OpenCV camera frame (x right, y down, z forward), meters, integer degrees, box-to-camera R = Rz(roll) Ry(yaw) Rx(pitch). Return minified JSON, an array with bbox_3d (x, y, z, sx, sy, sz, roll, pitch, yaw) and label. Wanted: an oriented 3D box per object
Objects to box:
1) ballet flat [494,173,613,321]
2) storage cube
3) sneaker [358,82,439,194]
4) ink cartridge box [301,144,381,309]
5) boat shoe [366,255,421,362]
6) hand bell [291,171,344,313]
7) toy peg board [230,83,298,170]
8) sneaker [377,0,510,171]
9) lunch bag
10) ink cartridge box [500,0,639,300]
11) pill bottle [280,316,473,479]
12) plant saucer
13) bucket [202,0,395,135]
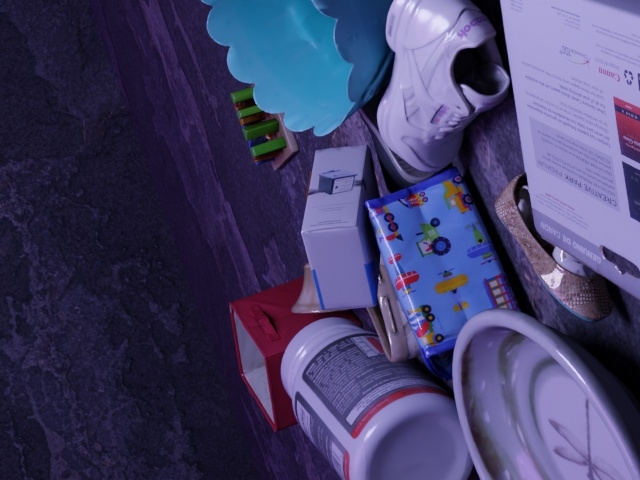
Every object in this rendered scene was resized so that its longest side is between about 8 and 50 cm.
[{"bbox_3d":[0.261,0.000,1.439,0.206,0.073,0.067,54,142,36],"label":"ballet flat"},{"bbox_3d":[-0.040,0.204,2.402,0.184,0.193,0.215,-129,25,-49],"label":"storage cube"},{"bbox_3d":[0.092,-0.152,1.786,0.118,0.083,0.222,98,152,-67],"label":"sneaker"},{"bbox_3d":[0.034,-0.020,1.754,0.191,0.082,0.140,-83,-17,-52],"label":"ink cartridge box"},{"bbox_3d":[0.083,0.055,2.008,0.109,0.098,0.302,98,149,-56],"label":"boat shoe"},{"bbox_3d":[0.000,0.000,2.259,0.126,0.126,0.242,-179,83,-73],"label":"hand bell"},{"bbox_3d":[-0.119,-0.213,2.402,0.160,0.079,0.161,147,104,-73],"label":"toy peg board"},{"bbox_3d":[0.147,-0.169,1.533,0.152,0.114,0.305,43,158,29],"label":"sneaker"},{"bbox_3d":[0.162,0.062,1.769,0.293,0.138,0.221,79,170,-74],"label":"lunch bag"},{"bbox_3d":[0.296,-0.093,1.109,0.309,0.130,0.272,-137,31,-59],"label":"ink cartridge box"},{"bbox_3d":[0.078,0.268,2.062,0.363,0.210,0.210,-138,33,-59],"label":"pill bottle"},{"bbox_3d":[0.299,0.251,1.498,0.400,0.100,0.400,52,155,36],"label":"plant saucer"},{"bbox_3d":[0.001,-0.293,1.628,0.281,0.183,0.281,37,149,27],"label":"bucket"}]
